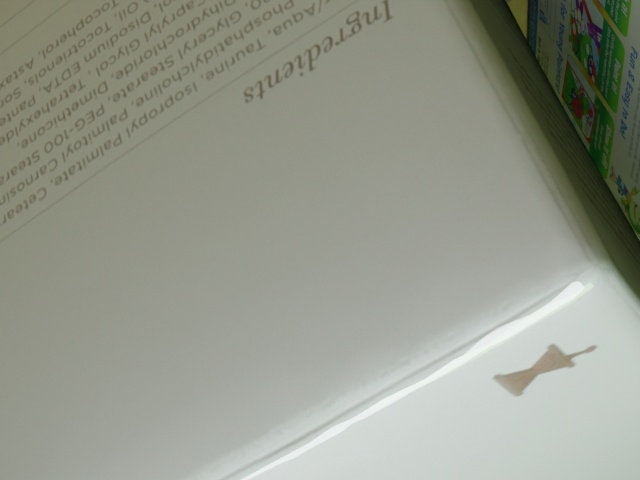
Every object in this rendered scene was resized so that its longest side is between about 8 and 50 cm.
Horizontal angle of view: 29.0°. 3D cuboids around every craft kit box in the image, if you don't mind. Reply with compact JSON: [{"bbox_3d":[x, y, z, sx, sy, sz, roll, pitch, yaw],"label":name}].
[{"bbox_3d":[0.215,-0.125,0.831,0.061,0.246,0.250,-18,148,-3],"label":"craft kit box"}]

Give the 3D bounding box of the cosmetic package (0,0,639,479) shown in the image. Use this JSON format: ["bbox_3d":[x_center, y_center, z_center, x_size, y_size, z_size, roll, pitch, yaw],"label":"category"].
[{"bbox_3d":[0.000,0.000,0.754,0.327,0.393,0.329,-31,145,15],"label":"cosmetic package"}]

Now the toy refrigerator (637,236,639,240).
[{"bbox_3d":[0.274,-0.115,1.025,0.102,0.094,0.269,-4,143,-14],"label":"toy refrigerator"}]
